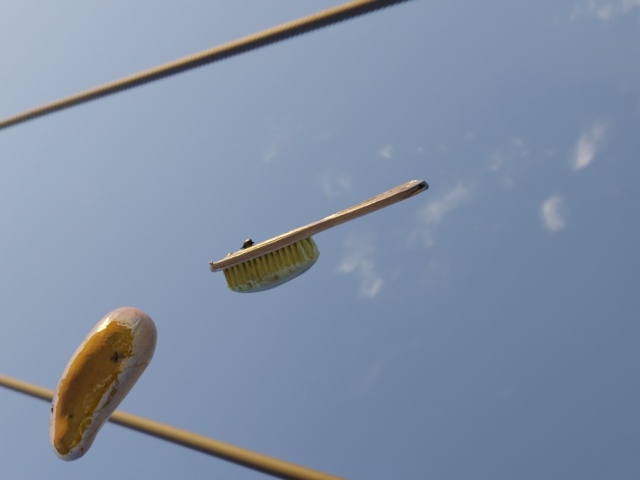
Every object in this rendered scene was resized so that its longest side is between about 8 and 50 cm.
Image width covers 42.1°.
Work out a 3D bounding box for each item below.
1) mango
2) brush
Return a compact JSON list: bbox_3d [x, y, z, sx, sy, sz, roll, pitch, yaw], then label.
[{"bbox_3d":[-0.397,0.245,1.471,0.294,0.120,0.177,-58,-166,-30],"label":"mango"},{"bbox_3d":[0.001,0.001,1.042,0.313,0.072,0.067,-22,-80,24],"label":"brush"}]
